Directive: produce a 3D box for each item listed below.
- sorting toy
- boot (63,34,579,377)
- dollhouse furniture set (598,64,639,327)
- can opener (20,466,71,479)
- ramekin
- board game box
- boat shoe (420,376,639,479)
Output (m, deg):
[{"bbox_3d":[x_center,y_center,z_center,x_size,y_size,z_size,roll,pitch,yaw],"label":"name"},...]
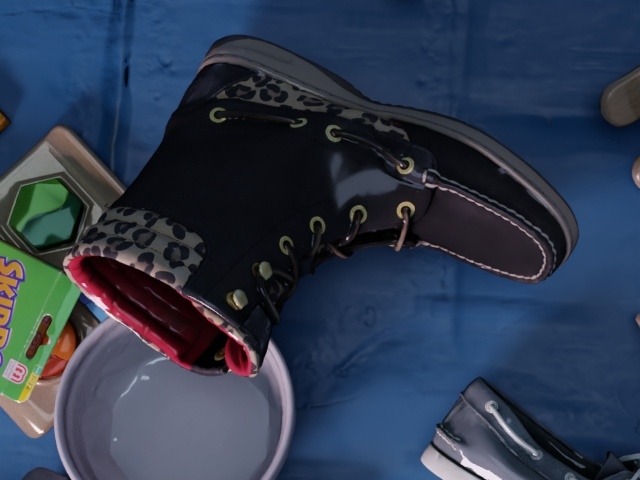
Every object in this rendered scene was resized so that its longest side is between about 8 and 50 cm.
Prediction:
[{"bbox_3d":[-0.291,0.002,1.211,0.229,0.041,0.307,-44,84,-1],"label":"sorting toy"},{"bbox_3d":[0.000,0.000,1.083,0.377,0.138,0.284,29,55,9],"label":"boot"},{"bbox_3d":[0.325,-0.020,1.090,0.161,0.212,0.242,-32,110,-1],"label":"dollhouse furniture set"},{"bbox_3d":[-0.179,0.317,1.114,0.280,0.074,0.093,44,87,8],"label":"can opener"},{"bbox_3d":[-0.121,0.161,1.130,0.207,0.109,0.207,-1,67,3],"label":"ramekin"},{"bbox_3d":[-0.348,0.040,1.182,0.259,0.039,0.124,25,88,15],"label":"board game box"},{"bbox_3d":[0.249,0.224,1.118,0.319,0.116,0.099,26,91,11],"label":"boat shoe"}]
